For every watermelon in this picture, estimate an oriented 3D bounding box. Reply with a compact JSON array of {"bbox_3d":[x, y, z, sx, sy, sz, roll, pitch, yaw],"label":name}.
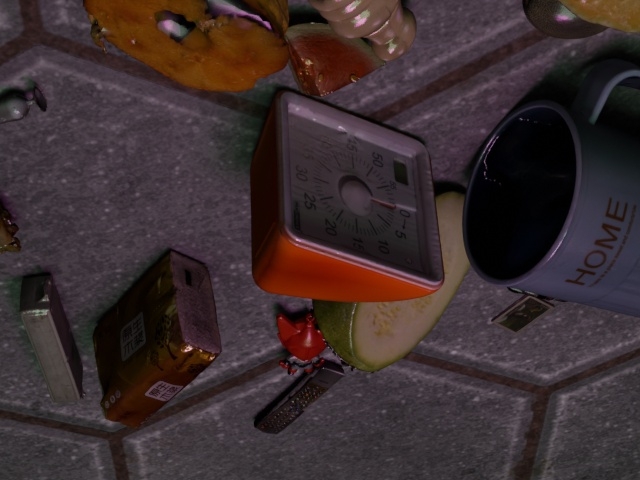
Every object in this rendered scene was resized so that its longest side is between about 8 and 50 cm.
[{"bbox_3d":[0.016,-0.221,1.678,0.135,0.094,0.125,1,140,12],"label":"watermelon"}]

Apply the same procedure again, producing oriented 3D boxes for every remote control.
[{"bbox_3d":[-0.039,0.276,2.288,0.059,0.028,0.212,20,132,-33],"label":"remote control"}]

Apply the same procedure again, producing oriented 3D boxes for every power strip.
[{"bbox_3d":[-0.419,0.156,2.051,0.052,0.078,0.272,-7,139,0],"label":"power strip"}]

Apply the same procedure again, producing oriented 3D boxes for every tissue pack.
[{"bbox_3d":[-0.251,0.155,2.000,0.092,0.183,0.226,23,130,-36],"label":"tissue pack"}]

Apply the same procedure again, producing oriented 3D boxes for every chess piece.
[{"bbox_3d":[0.032,-0.328,1.561,0.124,0.138,0.307,-14,146,27],"label":"chess piece"}]

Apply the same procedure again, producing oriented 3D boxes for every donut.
[{"bbox_3d":[-0.152,-0.268,1.542,0.254,0.118,0.253,17,153,9],"label":"donut"}]

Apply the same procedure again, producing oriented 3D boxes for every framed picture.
[{"bbox_3d":[0.338,0.123,2.193,0.066,0.006,0.089,26,128,-33],"label":"framed picture"}]

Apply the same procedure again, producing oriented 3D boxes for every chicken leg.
[{"bbox_3d":[-0.485,0.008,1.884,0.093,0.070,0.178,33,134,-16],"label":"chicken leg"}]

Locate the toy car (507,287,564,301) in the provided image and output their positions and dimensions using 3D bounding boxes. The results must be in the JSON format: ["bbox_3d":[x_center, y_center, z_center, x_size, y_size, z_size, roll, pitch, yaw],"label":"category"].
[{"bbox_3d":[0.364,0.067,2.099,0.142,0.055,0.069,12,138,-20],"label":"toy car"}]

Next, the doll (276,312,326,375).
[{"bbox_3d":[-0.025,0.171,2.148,0.109,0.057,0.169,2,137,-7],"label":"doll"}]

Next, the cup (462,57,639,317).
[{"bbox_3d":[0.405,-0.062,1.855,0.311,0.331,0.257,16,167,-27],"label":"cup"}]

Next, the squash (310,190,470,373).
[{"bbox_3d":[0.132,0.064,1.957,0.260,0.189,0.189,-32,133,29],"label":"squash"}]

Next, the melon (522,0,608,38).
[{"bbox_3d":[0.317,-0.300,1.646,0.131,0.098,0.098,2,138,-17],"label":"melon"}]

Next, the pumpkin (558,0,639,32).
[{"bbox_3d":[0.373,-0.417,1.469,0.332,0.199,0.332,-6,131,-7],"label":"pumpkin"}]

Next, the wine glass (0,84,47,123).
[{"bbox_3d":[-0.402,-0.174,1.712,0.083,0.042,0.039,-15,109,11],"label":"wine glass"}]

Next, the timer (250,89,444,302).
[{"bbox_3d":[0.038,-0.045,1.773,0.250,0.257,0.161,8,143,-15],"label":"timer"}]
